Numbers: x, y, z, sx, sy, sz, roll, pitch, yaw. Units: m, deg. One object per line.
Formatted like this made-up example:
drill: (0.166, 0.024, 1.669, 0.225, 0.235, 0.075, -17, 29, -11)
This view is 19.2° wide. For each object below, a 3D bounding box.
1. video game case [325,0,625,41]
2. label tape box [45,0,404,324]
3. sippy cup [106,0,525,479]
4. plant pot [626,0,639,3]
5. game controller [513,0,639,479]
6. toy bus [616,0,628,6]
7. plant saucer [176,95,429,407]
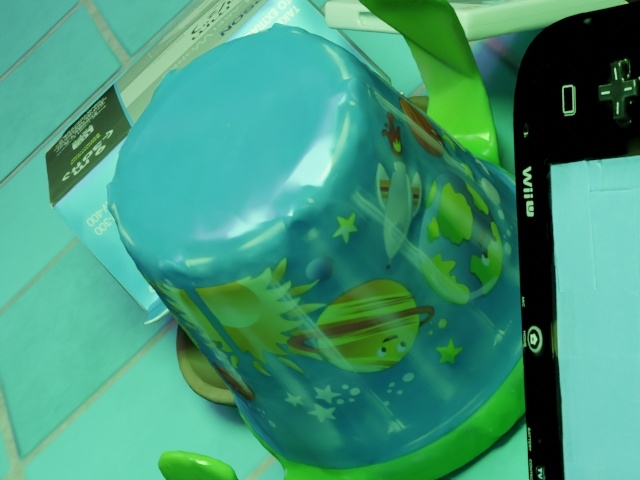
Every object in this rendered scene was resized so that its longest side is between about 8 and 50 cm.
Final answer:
video game case: (0.133, -0.169, 1.314, 0.201, 0.023, 0.183, -13, 15, -28)
label tape box: (-0.088, -0.088, 1.463, 0.249, 0.115, 0.348, -43, 14, 2)
sippy cup: (0.000, 0.000, 1.114, 0.240, 0.224, 0.305, -28, 48, 16)
plant pot: (0.281, -0.139, 0.976, 0.215, 0.230, 0.215, -33, 29, 22)
game controller: (0.154, 0.047, 0.899, 0.166, 0.067, 0.319, -3, 89, 50)
toy bus: (0.210, -0.100, 1.154, 0.191, 0.104, 0.202, -52, 29, -14)
plant saucer: (0.013, 0.012, 1.337, 0.278, 0.041, 0.278, -34, 29, 22)
